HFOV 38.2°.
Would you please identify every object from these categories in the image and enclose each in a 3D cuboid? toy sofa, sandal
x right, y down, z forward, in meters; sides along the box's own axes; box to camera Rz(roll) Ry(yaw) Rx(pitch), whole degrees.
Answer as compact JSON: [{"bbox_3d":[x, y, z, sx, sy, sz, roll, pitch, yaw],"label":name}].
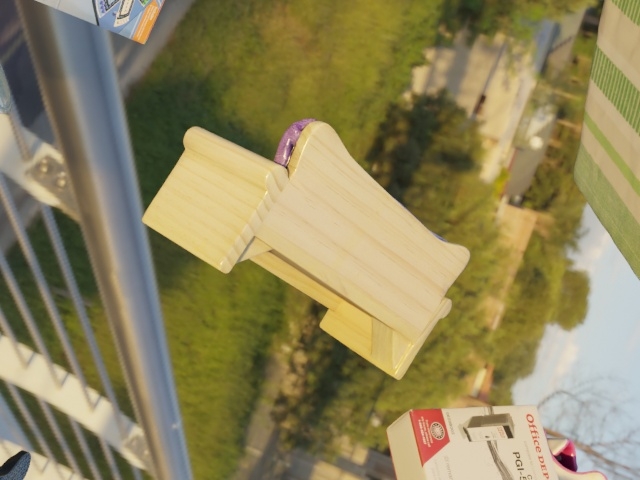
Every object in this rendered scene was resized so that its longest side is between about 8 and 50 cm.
[{"bbox_3d":[0.000,0.000,1.028,0.362,0.150,0.177,35,85,-46],"label":"toy sofa"},{"bbox_3d":[-0.445,0.329,1.240,0.179,0.040,0.067,-50,159,-81],"label":"sandal"}]

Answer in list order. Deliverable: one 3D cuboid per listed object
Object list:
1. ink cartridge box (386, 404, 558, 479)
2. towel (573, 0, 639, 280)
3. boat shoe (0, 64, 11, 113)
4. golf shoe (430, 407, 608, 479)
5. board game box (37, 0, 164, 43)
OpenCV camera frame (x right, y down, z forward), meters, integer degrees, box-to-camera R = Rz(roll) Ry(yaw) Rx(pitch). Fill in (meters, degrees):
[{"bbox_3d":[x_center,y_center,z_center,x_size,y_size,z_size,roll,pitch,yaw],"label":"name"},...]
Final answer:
[{"bbox_3d":[0.138,0.202,0.826,0.056,0.135,0.099,125,-40,-52],"label":"ink cartridge box"},{"bbox_3d":[0.292,-0.137,0.792,0.248,0.038,0.324,-101,-171,-56],"label":"towel"},{"bbox_3d":[-0.567,-0.247,1.447,0.305,0.091,0.109,-102,176,-86],"label":"boat shoe"},{"bbox_3d":[0.242,0.284,1.158,0.140,0.306,0.115,-48,128,-3],"label":"golf shoe"},{"bbox_3d":[-0.203,-0.345,0.968,0.281,0.145,0.027,-53,-155,39],"label":"board game box"}]
